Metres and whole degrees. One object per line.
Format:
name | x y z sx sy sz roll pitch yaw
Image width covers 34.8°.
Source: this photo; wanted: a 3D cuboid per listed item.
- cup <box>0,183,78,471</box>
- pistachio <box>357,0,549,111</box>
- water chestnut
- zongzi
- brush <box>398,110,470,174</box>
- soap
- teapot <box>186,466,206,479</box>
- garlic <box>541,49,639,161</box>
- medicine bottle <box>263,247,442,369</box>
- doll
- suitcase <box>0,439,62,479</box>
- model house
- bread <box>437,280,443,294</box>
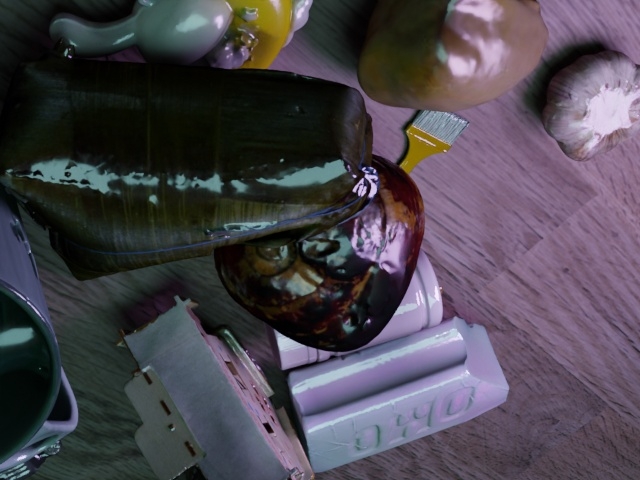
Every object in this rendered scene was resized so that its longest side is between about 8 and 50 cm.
cup | -0.450 0.072 1.105 0.310 0.392 0.401 -11 130 -13
pistachio | 0.169 -0.238 1.276 0.260 0.162 0.213 9 145 -44
water chestnut | 0.000 0.000 1.339 0.289 0.244 0.289 -8 130 -10
zongzi | -0.143 -0.042 1.215 0.403 0.207 0.432 2 152 -2
brush | 0.120 -0.105 1.453 0.083 0.011 0.205 22 117 -36
soap | 0.127 0.245 1.642 0.347 0.115 0.208 -18 150 -9
teapot | -0.114 0.465 1.672 0.239 0.239 0.321 -18 133 -16
garlic | 0.383 -0.190 1.433 0.147 0.102 0.159 28 102 -22
medicine bottle | 0.043 0.098 1.504 0.250 0.133 0.133 -17 132 -11
doll | -0.141 -0.256 1.157 0.252 0.111 0.237 -34 148 20
suitcase | -0.507 0.261 1.368 0.312 0.202 0.128 -25 122 -1
model house | -0.152 0.257 1.485 0.169 0.326 0.244 -35 169 4
bread | 0.154 0.107 1.616 0.062 0.043 0.109 -11 132 -17
